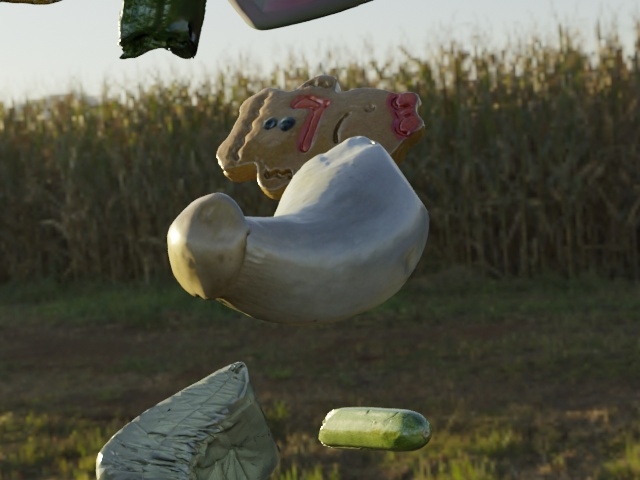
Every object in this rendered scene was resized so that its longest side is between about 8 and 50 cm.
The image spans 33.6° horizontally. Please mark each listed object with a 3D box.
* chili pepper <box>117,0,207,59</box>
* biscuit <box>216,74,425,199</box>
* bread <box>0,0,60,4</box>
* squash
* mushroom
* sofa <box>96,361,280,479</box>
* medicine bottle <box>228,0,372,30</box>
[{"bbox_3d":[-0.144,-0.280,1.055,0.098,0.224,0.061,16,16,-20],"label":"chili pepper"},{"bbox_3d":[-0.001,-0.112,1.121,0.225,0.166,0.036,9,-33,29],"label":"biscuit"},{"bbox_3d":[-0.283,-0.268,1.052,0.088,0.049,0.226,14,24,8],"label":"bread"},{"bbox_3d":[0.079,0.294,1.653,0.069,0.069,0.239,-9,-1,-42],"label":"squash"},{"bbox_3d":[0.000,0.000,0.698,0.103,0.118,0.270,-49,-7,22],"label":"mushroom"},{"bbox_3d":[-0.090,0.279,1.032,0.176,0.210,0.225,-28,53,-11],"label":"sofa"},{"bbox_3d":[0.007,-0.199,0.512,0.119,0.094,0.188,-14,43,23],"label":"medicine bottle"}]
